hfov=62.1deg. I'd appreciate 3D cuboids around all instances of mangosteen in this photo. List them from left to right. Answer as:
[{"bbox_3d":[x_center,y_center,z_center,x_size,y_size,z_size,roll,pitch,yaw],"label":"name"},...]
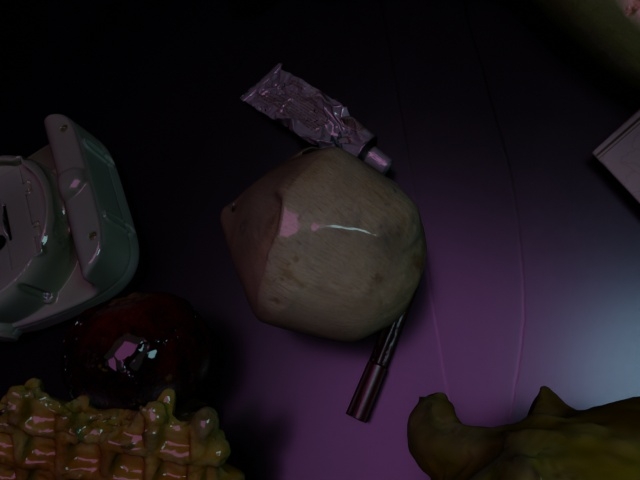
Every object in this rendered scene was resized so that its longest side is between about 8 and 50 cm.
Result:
[{"bbox_3d":[-0.205,0.149,0.608,0.166,0.166,0.180,-10,92,10],"label":"mangosteen"}]

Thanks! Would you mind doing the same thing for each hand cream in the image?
[{"bbox_3d":[-0.007,-0.164,0.721,0.257,0.050,0.084,41,88,26],"label":"hand cream"}]

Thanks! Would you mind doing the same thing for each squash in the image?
[{"bbox_3d":[0.363,-0.261,0.628,0.118,0.118,0.370,-34,72,1],"label":"squash"}]

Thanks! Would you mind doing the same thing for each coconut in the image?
[{"bbox_3d":[0.000,0.000,0.580,0.224,0.224,0.224,-4,70,12],"label":"coconut"}]

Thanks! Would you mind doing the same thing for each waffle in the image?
[{"bbox_3d":[-0.224,0.255,0.547,0.301,0.058,0.281,-13,110,8],"label":"waffle"}]

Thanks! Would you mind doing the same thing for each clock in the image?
[{"bbox_3d":[-0.425,0.002,0.731,0.324,0.108,0.265,-28,68,3],"label":"clock"}]

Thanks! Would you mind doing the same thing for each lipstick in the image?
[{"bbox_3d":[0.075,0.121,0.612,0.027,0.027,0.176,20,75,19],"label":"lipstick"}]

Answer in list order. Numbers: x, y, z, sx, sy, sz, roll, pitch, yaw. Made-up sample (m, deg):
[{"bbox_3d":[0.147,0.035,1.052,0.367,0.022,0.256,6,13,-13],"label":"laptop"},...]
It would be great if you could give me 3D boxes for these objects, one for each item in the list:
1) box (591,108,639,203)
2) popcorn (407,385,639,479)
[{"bbox_3d":[0.397,-0.060,0.558,0.198,0.029,0.109,58,134,22],"label":"box"},{"bbox_3d":[0.205,0.262,0.402,0.335,0.279,0.274,-8,88,-2],"label":"popcorn"}]
